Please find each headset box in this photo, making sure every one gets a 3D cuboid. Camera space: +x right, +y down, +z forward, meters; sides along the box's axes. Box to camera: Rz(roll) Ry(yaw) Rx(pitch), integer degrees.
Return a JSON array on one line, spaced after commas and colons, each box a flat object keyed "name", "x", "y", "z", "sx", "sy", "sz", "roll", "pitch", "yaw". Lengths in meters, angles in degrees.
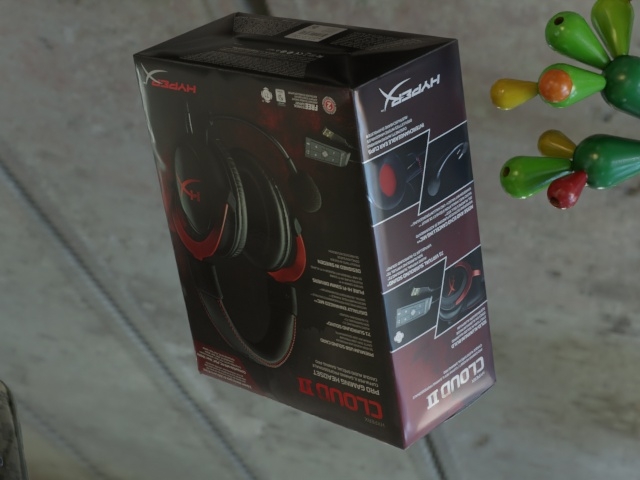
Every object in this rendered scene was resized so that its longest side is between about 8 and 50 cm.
[{"name": "headset box", "x": 0.000, "y": 0.000, "z": 1.039, "sx": 0.218, "sy": 0.110, "sz": 0.293, "roll": 16, "pitch": 124, "yaw": 42}]

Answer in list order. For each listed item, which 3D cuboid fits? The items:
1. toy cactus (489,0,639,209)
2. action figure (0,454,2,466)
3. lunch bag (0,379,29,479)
[{"name": "toy cactus", "x": 0.222, "y": -0.090, "z": 0.948, "sx": 0.180, "sy": 0.219, "sz": 0.112, "roll": 43, "pitch": 179, "yaw": -2}, {"name": "action figure", "x": -0.299, "y": 0.110, "z": 0.716, "sx": 0.276, "sy": 0.164, "sz": 0.141, "roll": -20, "pitch": -157, "yaw": -27}, {"name": "lunch bag", "x": -0.388, "y": 0.260, "z": 1.256, "sx": 0.212, "sy": 0.256, "sz": 0.305, "roll": 21, "pitch": -161, "yaw": -27}]
